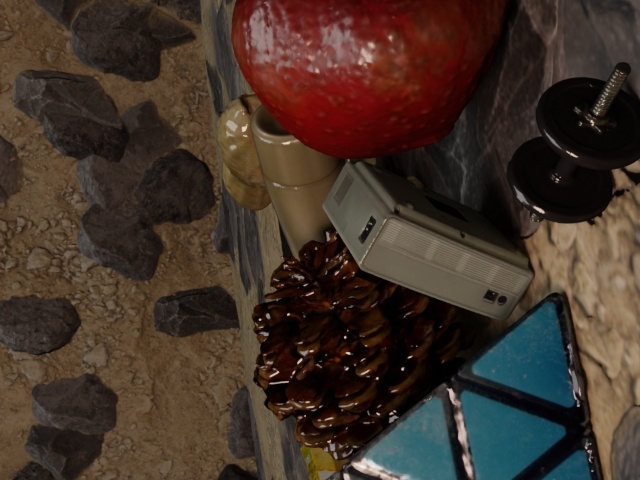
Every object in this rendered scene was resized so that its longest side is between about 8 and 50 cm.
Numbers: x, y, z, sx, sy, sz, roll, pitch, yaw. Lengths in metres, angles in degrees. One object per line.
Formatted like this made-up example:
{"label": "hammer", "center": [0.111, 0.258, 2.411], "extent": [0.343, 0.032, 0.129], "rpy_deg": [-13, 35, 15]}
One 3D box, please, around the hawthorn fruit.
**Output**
{"label": "hawthorn fruit", "center": [0.033, -0.164, 0.682], "extent": [0.266, 0.210, 0.230], "rpy_deg": [99, 169, -62]}

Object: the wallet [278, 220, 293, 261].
{"label": "wallet", "center": [-0.048, -0.031, 1.314], "extent": [0.285, 0.030, 0.146], "rpy_deg": [145, 119, -84]}

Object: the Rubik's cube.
{"label": "Rubik's cube", "center": [0.127, 0.209, 0.680], "extent": [0.233, 0.229, 0.228], "rpy_deg": [-14, 128, 42]}

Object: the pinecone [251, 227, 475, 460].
{"label": "pinecone", "center": [0.035, 0.085, 0.779], "extent": [0.221, 0.221, 0.221], "rpy_deg": [171, 90, -78]}

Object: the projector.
{"label": "projector", "center": [0.088, -0.004, 0.687], "extent": [0.061, 0.147, 0.115], "rpy_deg": [-61, 27, 16]}

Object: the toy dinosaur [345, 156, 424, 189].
{"label": "toy dinosaur", "center": [0.055, -0.064, 0.949], "extent": [0.162, 0.077, 0.294], "rpy_deg": [-179, 81, -78]}

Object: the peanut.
{"label": "peanut", "center": [-0.123, -0.157, 1.555], "extent": [0.313, 0.149, 0.149], "rpy_deg": [115, 144, -69]}

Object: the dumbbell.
{"label": "dumbbell", "center": [0.157, -0.055, 0.515], "extent": [0.147, 0.069, 0.069], "rpy_deg": [100, 157, -57]}

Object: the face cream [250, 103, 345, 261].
{"label": "face cream", "center": [0.000, 0.000, 0.905], "extent": [0.137, 0.084, 0.341], "rpy_deg": [50, 161, 43]}

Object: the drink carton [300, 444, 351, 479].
{"label": "drink carton", "center": [0.029, 0.411, 1.386], "extent": [0.074, 0.084, 0.200], "rpy_deg": [-60, 33, 33]}
